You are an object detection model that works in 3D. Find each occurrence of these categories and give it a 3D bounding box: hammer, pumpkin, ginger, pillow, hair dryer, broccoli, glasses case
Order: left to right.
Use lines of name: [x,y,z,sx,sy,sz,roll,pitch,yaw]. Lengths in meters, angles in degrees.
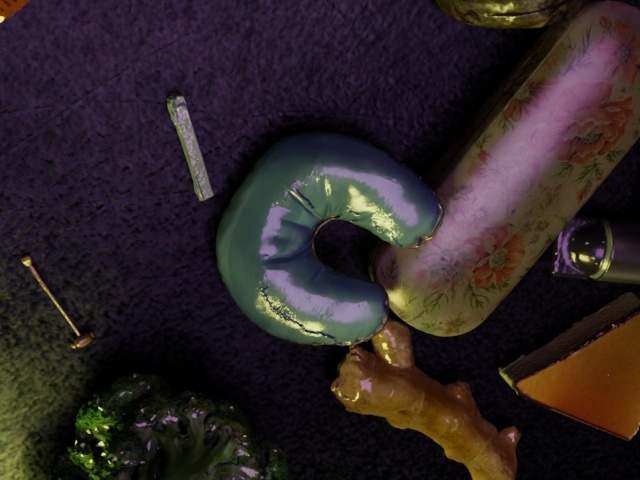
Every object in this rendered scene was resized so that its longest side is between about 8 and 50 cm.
hammer: [-0.287,0.066,1.417,0.029,0.014,0.123,-35,111,-10]
broccoli: [-0.176,0.298,1.400,0.308,0.275,0.307,2,100,11]
pillow: [0.000,0.000,1.400,0.214,0.086,0.233,27,97,5]
ginger: [0.135,0.210,1.548,0.118,0.065,0.299,-46,116,4]
glasses case: [0.221,-0.078,1.445,0.156,0.098,0.425,35,99,-22]
pumpkin: [0.233,-0.298,1.355,0.248,0.126,0.131,-20,115,-7]
hair dryer: [0.374,-0.071,1.514,0.196,0.078,0.248,6,98,-16]

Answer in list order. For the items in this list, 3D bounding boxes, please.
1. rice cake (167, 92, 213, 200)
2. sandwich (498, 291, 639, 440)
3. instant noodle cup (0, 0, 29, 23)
rice cake: [-0.138,-0.099,1.389,0.022,0.022,0.121,-21,114,-15]
sandwich: [0.332,0.176,1.588,0.193,0.058,0.162,-29,114,-5]
instant noodle cup: [-0.333,-0.300,1.169,0.230,0.230,0.182,-39,123,2]
